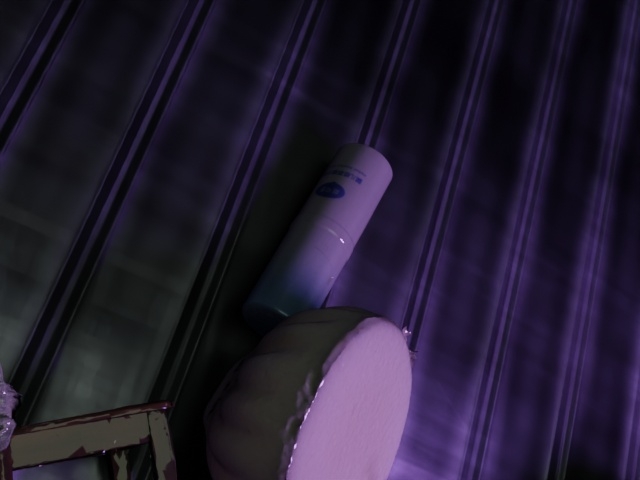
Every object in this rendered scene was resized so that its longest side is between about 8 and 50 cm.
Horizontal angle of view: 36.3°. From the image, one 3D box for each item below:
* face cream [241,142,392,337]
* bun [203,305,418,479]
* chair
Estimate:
[{"bbox_3d":[0.000,0.000,1.114,0.077,0.077,0.250,39,57,-16],"label":"face cream"},{"bbox_3d":[-0.035,0.178,0.984,0.263,0.175,0.263,-36,133,-51],"label":"bun"},{"bbox_3d":[-0.239,0.158,0.860,0.186,0.160,0.319,-5,77,-29],"label":"chair"}]
